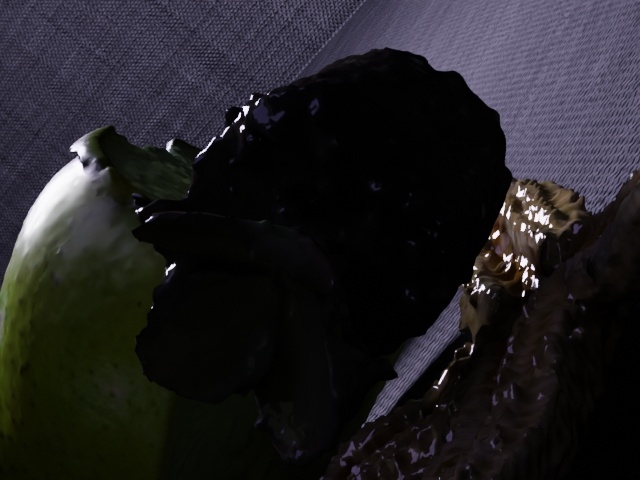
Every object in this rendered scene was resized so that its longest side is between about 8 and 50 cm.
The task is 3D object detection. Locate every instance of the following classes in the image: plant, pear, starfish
[{"bbox_3d":[0.000,0.000,0.774,0.131,0.142,0.203,-34,2,34],"label":"plant"},{"bbox_3d":[-0.086,0.084,0.988,0.292,0.159,0.292,-46,-32,-39],"label":"pear"},{"bbox_3d":[0.056,0.080,0.807,0.324,0.082,0.432,-52,7,-10],"label":"starfish"}]
